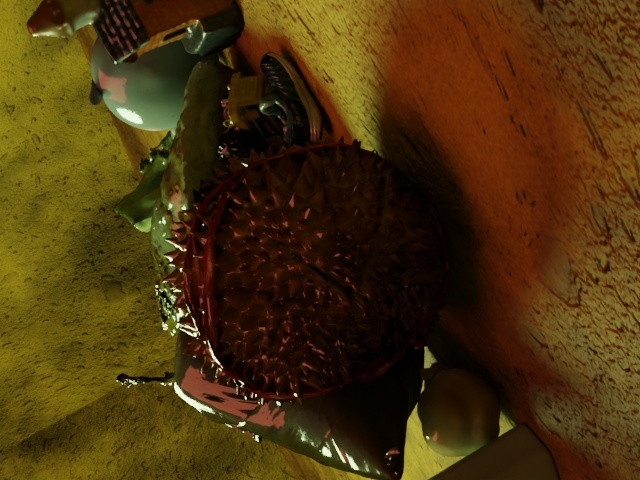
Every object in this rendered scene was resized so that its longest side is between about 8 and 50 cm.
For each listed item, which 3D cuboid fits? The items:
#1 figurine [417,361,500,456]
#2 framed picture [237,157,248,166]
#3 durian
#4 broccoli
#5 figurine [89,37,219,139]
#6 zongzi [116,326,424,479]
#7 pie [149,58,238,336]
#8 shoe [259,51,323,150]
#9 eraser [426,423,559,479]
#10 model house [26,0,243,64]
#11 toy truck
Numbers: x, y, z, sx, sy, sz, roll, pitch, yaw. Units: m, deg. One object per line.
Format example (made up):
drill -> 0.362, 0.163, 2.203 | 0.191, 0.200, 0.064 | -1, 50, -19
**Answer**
figurine -> 0.170, 0.217, 1.576 | 0.196, 0.108, 0.114 | -151, 68, -80
framed picture -> 0.000, 0.000, 1.706 | 0.231, 0.018, 0.293 | 21, 151, 17
durian -> -0.013, 0.038, 1.406 | 0.347, 0.348, 0.384 | 57, 159, 19
broccoli -> -0.275, -0.083, 2.349 | 0.248, 0.245, 0.288 | 52, 173, 0
figurine -> -0.247, -0.285, 2.090 | 0.205, 0.224, 0.382 | 34, -176, 16
zongzi -> -0.086, 0.204, 1.585 | 0.418, 0.447, 0.181 | -68, -16, -77
pie -> -0.185, -0.054, 1.900 | 0.395, 0.180, 0.418 | -94, 7, -45
shoe -> -0.049, -0.191, 1.622 | 0.143, 0.071, 0.064 | 64, 167, 11
eraser -> 0.161, 0.369, 1.489 | 0.104, 0.290, 0.189 | 46, 159, 47
model house -> -0.305, -0.366, 1.774 | 0.271, 0.301, 0.190 | 62, 160, -2
toy truck -> -0.070, -0.120, 1.757 | 0.286, 0.111, 0.136 | 61, -158, -43
